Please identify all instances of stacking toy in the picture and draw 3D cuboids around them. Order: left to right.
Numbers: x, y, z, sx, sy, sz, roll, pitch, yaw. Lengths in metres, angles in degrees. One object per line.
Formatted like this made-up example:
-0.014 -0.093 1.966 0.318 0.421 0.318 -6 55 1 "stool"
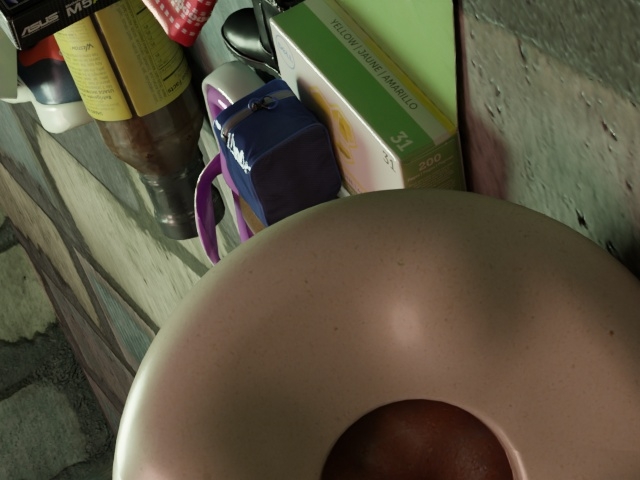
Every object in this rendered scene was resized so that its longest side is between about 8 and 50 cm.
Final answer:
0.059 0.133 1.145 0.351 0.350 0.480 61 -177 -3 "stacking toy"

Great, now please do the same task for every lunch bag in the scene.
-0.034 -0.064 1.172 0.065 0.067 0.098 49 164 37 "lunch bag"

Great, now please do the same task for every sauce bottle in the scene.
-0.180 -0.154 1.599 0.111 0.111 0.344 40 153 53 "sauce bottle"

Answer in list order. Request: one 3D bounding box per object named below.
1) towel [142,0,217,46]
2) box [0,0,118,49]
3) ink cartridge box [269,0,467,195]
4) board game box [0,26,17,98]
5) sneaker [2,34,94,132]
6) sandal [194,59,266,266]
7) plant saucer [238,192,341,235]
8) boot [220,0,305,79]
-0.074 -0.273 0.953 0.199 0.031 0.275 54 135 21 "towel"
-0.210 -0.262 1.358 0.191 0.184 0.045 52 165 31 "box"
0.029 -0.113 1.113 0.171 0.056 0.235 50 164 35 "ink cartridge box"
-0.393 -0.311 1.842 0.318 0.066 0.319 -171 78 -71 "board game box"
-0.307 -0.231 1.886 0.350 0.131 0.148 28 134 60 "sneaker"
-0.063 0.002 1.528 0.169 0.102 0.416 48 161 39 "sandal"
0.000 0.000 1.273 0.168 0.029 0.168 35 -163 -12 "plant saucer"
-0.038 -0.168 1.243 0.121 0.045 0.099 40 158 36 "boot"
